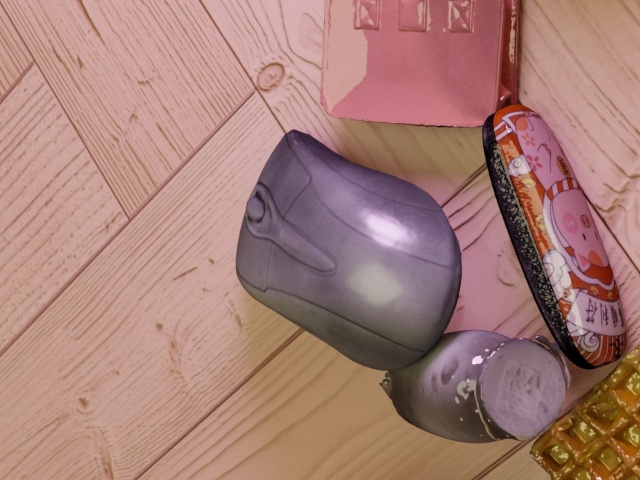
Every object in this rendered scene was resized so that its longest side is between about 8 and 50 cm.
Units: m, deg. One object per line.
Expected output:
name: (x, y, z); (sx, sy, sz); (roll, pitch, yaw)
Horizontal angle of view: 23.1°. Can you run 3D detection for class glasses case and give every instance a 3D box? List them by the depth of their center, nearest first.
glasses case: (0.226, -0.005, 1.511); (0.067, 0.103, 0.267); (-26, 80, 32)

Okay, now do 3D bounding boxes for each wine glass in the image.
wine glass: (0.147, 0.143, 1.533); (0.204, 0.111, 0.111); (-7, 90, 63)

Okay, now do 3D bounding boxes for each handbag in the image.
handbag: (0.102, -0.197, 1.610); (0.212, 0.059, 0.157); (6, 98, 33)

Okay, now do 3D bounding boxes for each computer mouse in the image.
computer mouse: (0.000, 0.000, 1.612); (0.371, 0.121, 0.188); (34, 103, 54)

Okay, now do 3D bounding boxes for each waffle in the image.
waffle: (0.319, 0.188, 1.490); (0.160, 0.055, 0.211); (49, 119, 21)
